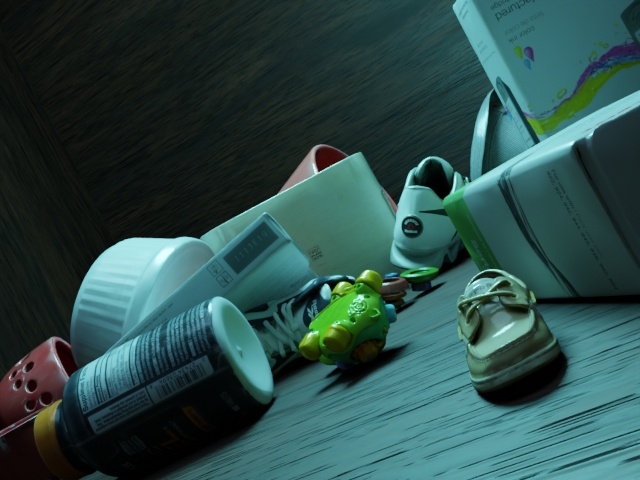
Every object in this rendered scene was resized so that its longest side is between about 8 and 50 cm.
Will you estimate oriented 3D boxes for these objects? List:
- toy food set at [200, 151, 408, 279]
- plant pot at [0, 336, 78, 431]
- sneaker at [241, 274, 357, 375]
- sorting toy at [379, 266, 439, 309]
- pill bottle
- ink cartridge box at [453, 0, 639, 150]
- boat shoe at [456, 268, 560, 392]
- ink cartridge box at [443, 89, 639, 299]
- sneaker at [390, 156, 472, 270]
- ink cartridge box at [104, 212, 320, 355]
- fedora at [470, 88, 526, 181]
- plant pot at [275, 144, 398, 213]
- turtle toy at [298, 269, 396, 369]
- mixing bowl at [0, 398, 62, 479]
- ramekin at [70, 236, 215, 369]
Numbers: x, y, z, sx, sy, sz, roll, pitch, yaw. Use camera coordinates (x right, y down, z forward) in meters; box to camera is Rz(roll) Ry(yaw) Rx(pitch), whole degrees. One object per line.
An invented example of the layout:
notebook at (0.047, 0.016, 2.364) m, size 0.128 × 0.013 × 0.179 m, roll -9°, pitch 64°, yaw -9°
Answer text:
toy food set at (-0.011, 0.020, 1.363) m, size 0.306 × 0.220 × 0.092 m, roll -29°, pitch 1°, yaw -4°
plant pot at (-0.473, 0.290, 1.434) m, size 0.174 × 0.191 × 0.191 m, roll -37°, pitch 2°, yaw -7°
sneaker at (-0.032, 0.105, 1.028) m, size 0.235 × 0.094 × 0.153 m, roll -18°, pitch -11°, yaw -18°
sorting toy at (0.110, 0.065, 1.089) m, size 0.102 × 0.042 × 0.061 m, roll -15°, pitch 9°, yaw -32°
pill bottle at (-0.184, 0.170, 0.901) m, size 0.245 × 0.130 × 0.130 m, roll -28°, pitch 1°, yaw 9°
ink cartridge box at (0.324, -0.204, 0.963) m, size 0.226 × 0.306 × 0.131 m, roll -29°, pitch 0°, yaw 4°
boat shoe at (0.116, 0.053, 0.555) m, size 0.063 × 0.059 × 0.170 m, roll -28°, pitch 1°, yaw 9°
ink cartridge box at (0.241, -0.047, 0.654) m, size 0.198 × 0.115 × 0.273 m, roll -29°, pitch 1°, yaw -10°
sneaker at (0.200, -0.067, 1.330) m, size 0.122 × 0.146 × 0.330 m, roll 5°, pitch 17°, yaw 19°
ink cartridge box at (-0.130, 0.102, 1.141) m, size 0.275 × 0.060 × 0.239 m, roll -42°, pitch -18°, yaw -2°
fedora at (0.372, -0.164, 1.564) m, size 0.124 × 0.244 × 0.275 m, roll 5°, pitch 16°, yaw 24°
plant pot at (0.000, 0.000, 1.561) m, size 0.243 × 0.275 × 0.275 m, roll -40°, pitch -4°, yaw 24°
turtle toy at (0.028, 0.091, 0.842) m, size 0.095 × 0.066 × 0.130 m, roll -56°, pitch 13°, yaw -31°
mixing bowl at (-0.434, 0.317, 1.214) m, size 0.181 × 0.098 × 0.181 m, roll -29°, pitch 1°, yaw 0°
ramekin at (-0.266, 0.120, 1.270) m, size 0.127 × 0.273 × 0.273 m, roll 11°, pitch 14°, yaw 17°
